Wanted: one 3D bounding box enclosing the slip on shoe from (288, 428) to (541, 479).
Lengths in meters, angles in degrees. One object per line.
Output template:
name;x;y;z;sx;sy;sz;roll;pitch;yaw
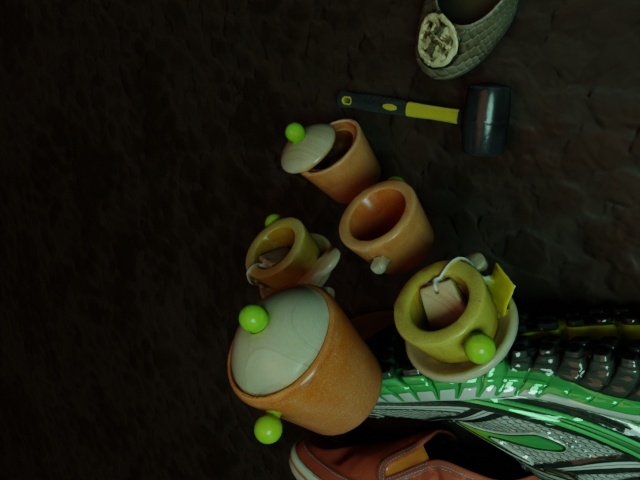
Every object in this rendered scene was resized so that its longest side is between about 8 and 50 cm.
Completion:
slip on shoe;0.106;0.242;0.624;0.332;0.123;0.101;-1;80;41

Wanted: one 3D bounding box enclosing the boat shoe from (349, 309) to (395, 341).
boat shoe;0.038;0.130;0.671;0.207;0.073;0.073;-14;131;34

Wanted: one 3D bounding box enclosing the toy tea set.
toy tea set;0.000;0.000;0.503;0.200;0.124;0.336;-37;37;9

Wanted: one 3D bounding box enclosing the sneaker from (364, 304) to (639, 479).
sneaker;0.162;0.138;0.494;0.344;0.134;0.146;-1;106;30

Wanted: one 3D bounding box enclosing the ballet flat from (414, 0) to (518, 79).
ballet flat;0.142;-0.236;0.472;0.084;0.058;0.249;49;129;20

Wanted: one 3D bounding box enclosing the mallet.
mallet;0.090;-0.131;0.568;0.190;0.039;0.062;28;121;37
